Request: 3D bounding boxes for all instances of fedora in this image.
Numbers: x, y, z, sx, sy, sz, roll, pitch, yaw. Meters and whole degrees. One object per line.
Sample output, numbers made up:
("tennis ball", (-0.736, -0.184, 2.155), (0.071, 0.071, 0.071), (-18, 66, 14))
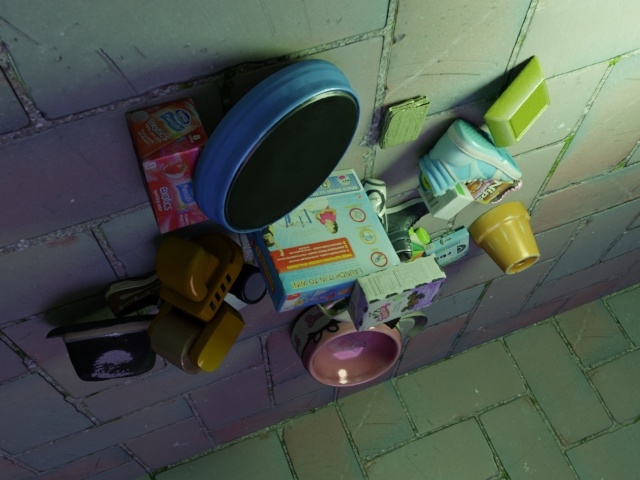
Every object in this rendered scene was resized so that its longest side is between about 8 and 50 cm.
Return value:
("fedora", (-0.533, 0.283, 1.794), (0.334, 0.152, 0.334), (-9, 173, -1))

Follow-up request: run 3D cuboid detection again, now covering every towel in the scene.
("towel", (0.192, -0.273, 1.602), (0.110, 0.027, 0.148), (-17, 152, -15))

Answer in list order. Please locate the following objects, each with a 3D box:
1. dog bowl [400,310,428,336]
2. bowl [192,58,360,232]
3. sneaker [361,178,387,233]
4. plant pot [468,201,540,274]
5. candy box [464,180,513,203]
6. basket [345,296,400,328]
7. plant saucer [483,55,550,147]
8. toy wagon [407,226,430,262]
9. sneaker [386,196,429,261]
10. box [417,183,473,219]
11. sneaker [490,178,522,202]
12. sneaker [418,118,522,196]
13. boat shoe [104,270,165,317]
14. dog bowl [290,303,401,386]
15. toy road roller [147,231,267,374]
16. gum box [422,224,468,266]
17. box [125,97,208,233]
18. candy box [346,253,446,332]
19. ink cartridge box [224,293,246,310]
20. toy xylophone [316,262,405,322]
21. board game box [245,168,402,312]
("dog bowl", (0.245, 0.341, 2.726), (0.349, 0.102, 0.348), (-19, 154, -10))
("bowl", (-0.073, -0.171, 1.362), (0.391, 0.077, 0.391), (-40, 161, -17))
("sneaker", (0.121, -0.032, 1.816), (0.094, 0.153, 0.235), (14, 140, -6))
("plant pot", (0.632, 0.004, 2.313), (0.205, 0.187, 0.205), (-19, 154, -10))
("candy box", (0.467, -0.167, 2.007), (0.187, 0.053, 0.109), (6, 140, -48))
("basket", (0.136, 0.115, 1.936), (0.154, 0.227, 0.204), (-63, 179, 39))
("plant saucer", (0.488, -0.320, 1.666), (0.188, 0.045, 0.188), (-50, 151, 3))
("toy wagon", (0.177, 0.037, 2.130), (0.267, 0.068, 0.344), (-36, 152, 22))
("sneaker", (0.254, -0.028, 1.967), (0.226, 0.163, 0.086), (-19, 152, -14))
("box", (0.348, -0.128, 1.922), (0.102, 0.101, 0.087), (-40, 150, 30))
("sneaker", (0.554, -0.161, 2.110), (0.119, 0.047, 0.057), (-36, 137, 15))
("sneaker", (0.377, -0.187, 1.815), (0.319, 0.127, 0.208), (20, 129, -43))
("boat shoe", (-0.417, 0.136, 1.782), (0.258, 0.095, 0.095), (-18, 154, -13))
("dog bowl", (0.105, 0.367, 2.461), (0.408, 0.150, 0.407), (-9, 135, -9))
("toy road roller", (-0.308, 0.130, 1.659), (0.329, 0.203, 0.240), (-60, 140, -13))
("gum box", (0.428, 0.031, 2.361), (0.157, 0.041, 0.184), (-24, 155, 0))
("box", (-0.283, -0.139, 1.343), (0.128, 0.122, 0.256), (-18, 154, -15))
("candy box", (0.170, 0.122, 1.587), (0.196, 0.070, 0.164), (-18, 154, -15))
("ink cartridge box", (-0.293, 0.163, 1.996), (0.224, 0.045, 0.223), (-36, 152, 24))
("toy xylophone", (0.133, 0.159, 2.151), (0.323, 0.081, 0.236), (-29, 152, 12))
("board game box", (-0.007, -0.009, 1.617), (0.308, 0.301, 0.086), (-10, 151, -25))
